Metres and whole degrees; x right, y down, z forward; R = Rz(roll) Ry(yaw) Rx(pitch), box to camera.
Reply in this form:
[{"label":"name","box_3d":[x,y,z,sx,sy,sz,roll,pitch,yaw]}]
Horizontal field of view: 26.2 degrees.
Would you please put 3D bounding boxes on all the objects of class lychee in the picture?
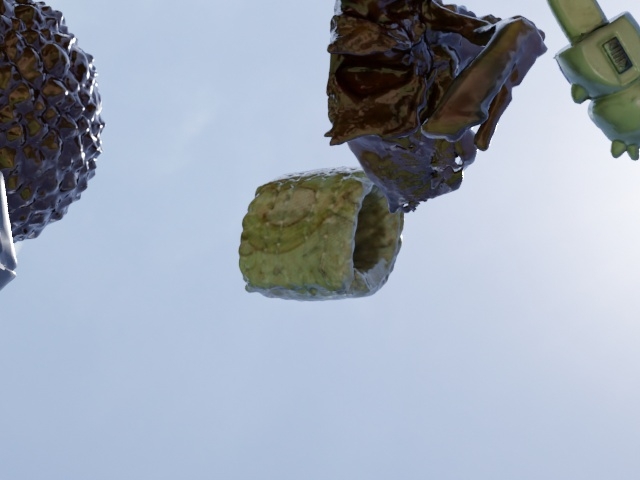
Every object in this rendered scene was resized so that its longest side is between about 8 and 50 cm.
[{"label":"lychee","box_3d":[-0.248,-0.079,0.977,0.238,0.200,0.200,128,-33,-57]}]

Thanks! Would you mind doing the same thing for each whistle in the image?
[{"label":"whistle","box_3d":[0.314,-0.194,1.509,0.110,0.092,0.244,-34,-85,-4]}]

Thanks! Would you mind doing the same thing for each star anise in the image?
[{"label":"star anise","box_3d":[0.073,-0.120,0.989,0.148,0.346,0.237,-4,-77,-1]}]

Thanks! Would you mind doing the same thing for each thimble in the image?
[{"label":"thimble","box_3d":[0.000,0.000,1.539,0.143,0.137,0.190,-2,-142,26]}]

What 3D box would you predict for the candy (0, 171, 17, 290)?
[{"label":"candy","box_3d":[-0.303,-0.036,0.721,0.312,0.088,0.061,12,-146,23]}]
